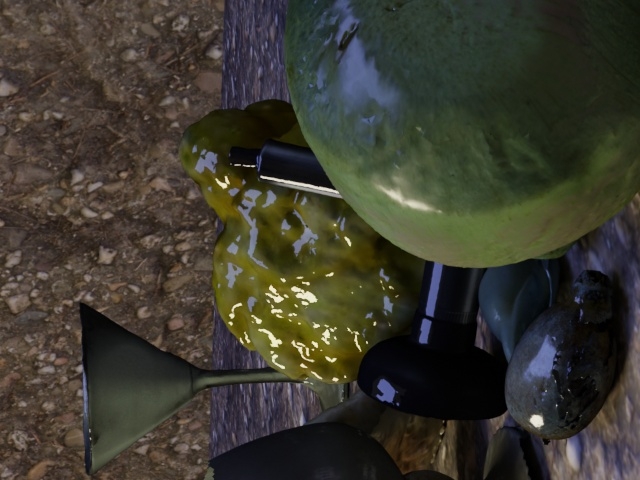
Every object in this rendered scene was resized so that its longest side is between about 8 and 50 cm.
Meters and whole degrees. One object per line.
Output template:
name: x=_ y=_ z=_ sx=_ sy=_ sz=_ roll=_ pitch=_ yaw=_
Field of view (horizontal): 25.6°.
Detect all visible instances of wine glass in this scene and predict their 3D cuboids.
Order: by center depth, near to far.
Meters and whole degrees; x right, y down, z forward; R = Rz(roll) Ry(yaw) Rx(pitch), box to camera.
wine glass: x=0.048 y=0.291 z=1.366 sx=0.238 sy=0.323 sz=0.238 roll=176 pitch=90 yaw=-81
wine glass: x=-0.173 y=0.217 z=2.199 sx=0.267 sy=0.406 sz=0.267 roll=177 pitch=90 yaw=-77

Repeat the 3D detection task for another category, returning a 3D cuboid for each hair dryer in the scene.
hair dryer: x=0.063 y=0.003 z=1.432 sx=0.156 sy=0.284 sz=0.320 roll=-9 pitch=-78 yaw=-57

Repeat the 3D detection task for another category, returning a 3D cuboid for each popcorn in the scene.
popcorn: x=0.004 y=0.001 z=1.600 sx=0.293 sy=0.292 sz=0.334 roll=-166 pitch=69 yaw=-73

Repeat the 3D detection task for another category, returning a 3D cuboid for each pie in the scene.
pie: x=0.027 y=0.285 z=1.608 sx=0.075 sy=0.337 sz=0.337 roll=37 pitch=141 yaw=26

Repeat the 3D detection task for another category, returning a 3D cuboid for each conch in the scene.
conch: x=0.190 y=0.050 z=1.286 sx=0.065 sy=0.088 sz=0.180 roll=46 pitch=-154 yaw=-26

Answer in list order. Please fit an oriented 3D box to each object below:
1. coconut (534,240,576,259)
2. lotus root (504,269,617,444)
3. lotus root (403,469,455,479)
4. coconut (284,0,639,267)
coconut: x=0.187 y=-0.031 z=1.207 sx=0.088 sy=0.088 sz=0.096 roll=-178 pitch=80 yaw=-78
lotus root: x=0.203 y=0.102 z=1.170 sx=0.088 sy=0.088 sz=0.165 roll=-108 pitch=28 yaw=-52
lotus root: x=0.118 y=0.314 z=1.552 sx=0.122 sy=0.112 sz=0.081 roll=-80 pitch=14 yaw=-52
coconut: x=0.115 y=-0.135 z=1.064 sx=0.328 sy=0.281 sz=0.328 roll=56 pitch=-177 yaw=-5
